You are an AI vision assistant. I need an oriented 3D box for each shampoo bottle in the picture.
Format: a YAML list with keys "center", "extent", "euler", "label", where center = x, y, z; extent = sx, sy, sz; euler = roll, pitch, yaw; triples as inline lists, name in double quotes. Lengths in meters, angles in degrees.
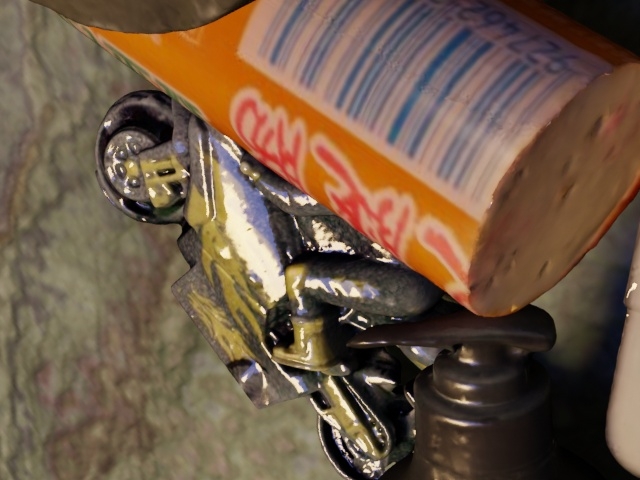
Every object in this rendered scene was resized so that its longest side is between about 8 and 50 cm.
- center: [0.061, 0.146, 0.584]
  extent: [0.101, 0.101, 0.284]
  euler: [15, 125, 31]
  label: "shampoo bottle"

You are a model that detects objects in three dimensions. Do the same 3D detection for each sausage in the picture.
- center: [-0.034, -0.092, 0.566]
  extent: [0.312, 0.093, 0.093]
  euler: [36, 126, 30]
  label: "sausage"

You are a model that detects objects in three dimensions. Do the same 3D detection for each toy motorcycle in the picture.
- center: [0.000, 0.000, 0.618]
  extent: [0.193, 0.061, 0.124]
  euler: [50, 122, 8]
  label: "toy motorcycle"

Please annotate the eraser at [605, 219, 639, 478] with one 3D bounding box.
- center: [0.155, -0.078, 0.471]
  extent: [0.089, 0.061, 0.352]
  euler: [21, 121, 29]
  label: "eraser"

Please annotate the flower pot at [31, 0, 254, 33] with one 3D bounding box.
- center: [-0.034, -0.160, 0.408]
  extent: [0.269, 0.166, 0.269]
  euler: [25, 150, 16]
  label: "flower pot"
